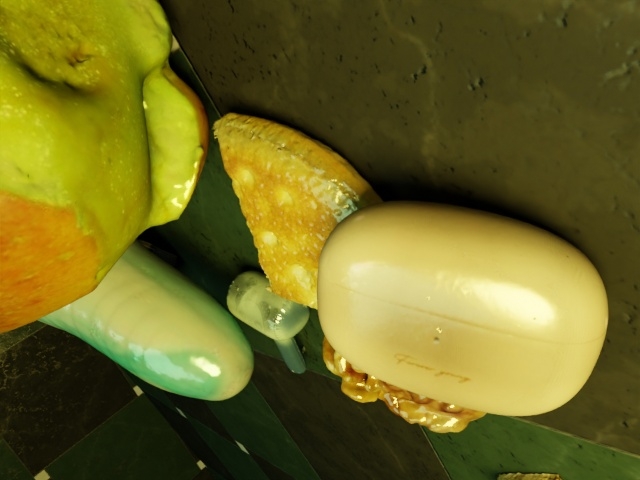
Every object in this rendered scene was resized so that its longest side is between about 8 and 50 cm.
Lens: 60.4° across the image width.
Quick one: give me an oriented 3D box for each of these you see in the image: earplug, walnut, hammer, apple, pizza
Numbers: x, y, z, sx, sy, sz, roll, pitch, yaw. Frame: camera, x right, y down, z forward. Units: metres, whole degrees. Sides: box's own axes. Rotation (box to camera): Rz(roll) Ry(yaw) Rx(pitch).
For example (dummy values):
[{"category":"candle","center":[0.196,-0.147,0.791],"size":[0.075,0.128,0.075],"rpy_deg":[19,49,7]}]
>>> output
[{"category":"earplug","center":[-0.227,0.107,0.756],"size":[0.324,0.185,0.185],"rpy_deg":[28,146,19]},{"category":"walnut","center":[0.078,0.137,0.543],"size":[0.170,0.069,0.143],"rpy_deg":[23,175,17]},{"category":"hammer","center":[-0.055,0.126,0.760],"size":[0.116,0.069,0.193],"rpy_deg":[23,147,35]},{"category":"apple","center":[-0.269,-0.111,0.474],"size":[0.384,0.374,0.374],"rpy_deg":[35,149,30]},{"category":"pizza","center":[0.000,0.000,0.530],"size":[0.292,0.058,0.197],"rpy_deg":[43,142,7]}]

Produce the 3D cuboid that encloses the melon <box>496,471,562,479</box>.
[{"category":"melon","center":[0.276,0.329,0.601],"size":[0.182,0.054,0.098],"rpy_deg":[49,136,-4]}]

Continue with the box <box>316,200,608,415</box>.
[{"category":"box","center":[0.093,0.047,0.394],"size":[0.200,0.088,0.145],"rpy_deg":[13,121,18]}]

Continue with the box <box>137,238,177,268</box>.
[{"category":"box","center":[-0.393,0.021,0.959],"size":[0.259,0.071,0.168],"rpy_deg":[26,156,-19]}]
